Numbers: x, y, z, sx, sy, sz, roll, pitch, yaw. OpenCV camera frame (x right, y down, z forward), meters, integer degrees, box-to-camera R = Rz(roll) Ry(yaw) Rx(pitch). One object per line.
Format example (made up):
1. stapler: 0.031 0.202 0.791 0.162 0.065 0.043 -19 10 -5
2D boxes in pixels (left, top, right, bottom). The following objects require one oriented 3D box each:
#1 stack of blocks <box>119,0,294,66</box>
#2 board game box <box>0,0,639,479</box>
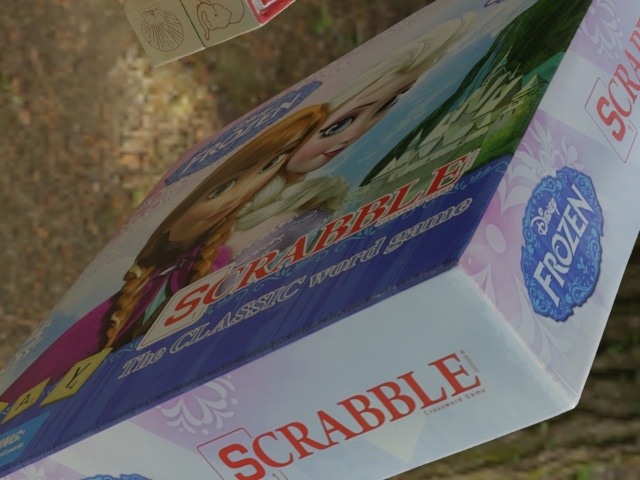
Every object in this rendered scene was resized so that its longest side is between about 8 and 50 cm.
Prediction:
1. stack of blocks: -0.028 -0.248 0.945 0.297 0.087 0.171 -46 113 -46
2. board game box: 0.000 0.000 0.672 0.066 0.319 0.318 52 37 -15
